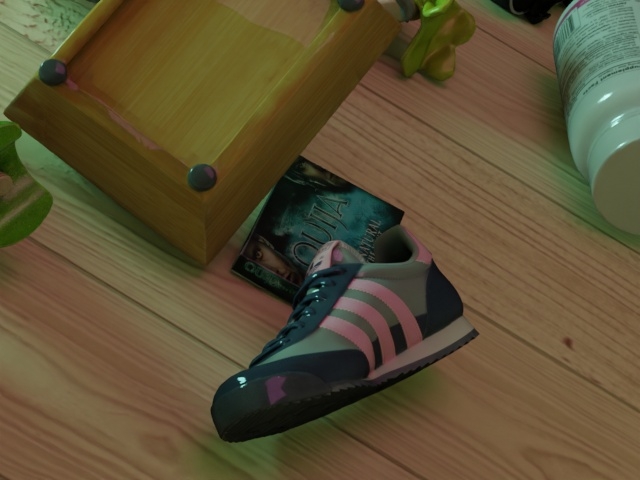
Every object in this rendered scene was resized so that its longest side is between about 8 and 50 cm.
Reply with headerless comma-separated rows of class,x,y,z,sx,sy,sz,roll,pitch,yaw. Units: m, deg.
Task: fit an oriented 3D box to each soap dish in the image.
soap dish,-0.101,-0.159,1.675,0.229,0.118,0.291,37,75,8

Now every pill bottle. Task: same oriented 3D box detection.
pill bottle,0.343,-0.144,2.057,0.160,0.160,0.283,19,37,-16

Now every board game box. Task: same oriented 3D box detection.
board game box,0.000,0.000,1.749,0.126,0.026,0.186,28,35,-4

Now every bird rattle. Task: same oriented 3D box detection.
bird rattle,0.061,-0.296,2.079,0.207,0.143,0.253,-10,46,-21

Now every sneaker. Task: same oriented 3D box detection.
sneaker,0.002,0.073,1.567,0.319,0.112,0.131,-17,79,-55

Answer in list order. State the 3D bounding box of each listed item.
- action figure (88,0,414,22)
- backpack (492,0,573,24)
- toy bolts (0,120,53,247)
action figure,-0.103,-0.298,1.866,0.330,0.178,0.341,-8,49,-9
backpack,0.281,-0.418,2.266,0.191,0.253,0.225,45,39,20
toy bolts,-0.352,-0.085,1.481,0.218,0.228,0.158,-37,39,-28
